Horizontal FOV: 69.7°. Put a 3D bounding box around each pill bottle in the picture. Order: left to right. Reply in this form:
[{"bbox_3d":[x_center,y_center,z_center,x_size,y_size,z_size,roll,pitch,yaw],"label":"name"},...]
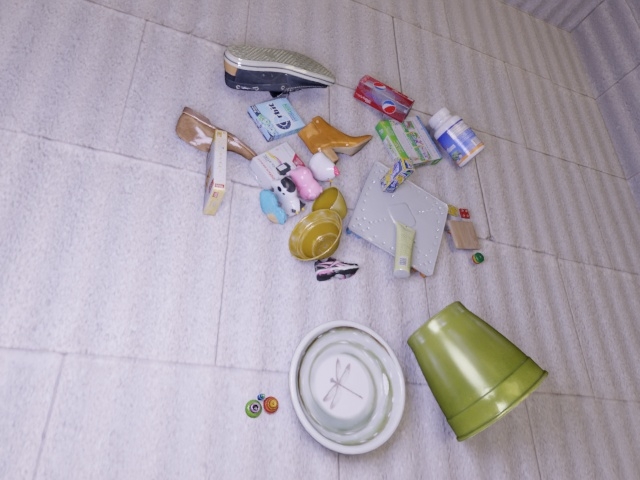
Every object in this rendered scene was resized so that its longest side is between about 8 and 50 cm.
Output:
[{"bbox_3d":[0.642,-0.497,2.193,0.152,0.152,0.272,-35,82,-35],"label":"pill bottle"}]

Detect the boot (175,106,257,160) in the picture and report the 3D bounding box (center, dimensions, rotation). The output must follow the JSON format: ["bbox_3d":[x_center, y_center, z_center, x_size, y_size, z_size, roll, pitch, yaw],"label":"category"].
[{"bbox_3d":[-0.379,-0.357,1.676,0.305,0.112,0.115,27,86,-16],"label":"boot"}]

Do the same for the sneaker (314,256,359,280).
[{"bbox_3d":[0.057,0.091,1.653,0.178,0.072,0.077,-1,54,-32],"label":"sneaker"}]

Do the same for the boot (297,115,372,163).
[{"bbox_3d":[0.064,-0.440,1.912,0.295,0.104,0.211,-34,83,-31],"label":"boot"}]

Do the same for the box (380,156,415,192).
[{"bbox_3d":[0.304,-0.259,1.831,0.054,0.169,0.059,3,63,-24],"label":"box"}]

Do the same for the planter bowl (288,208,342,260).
[{"bbox_3d":[0.000,0.000,1.630,0.090,0.217,0.217,48,44,-43],"label":"planter bowl"}]

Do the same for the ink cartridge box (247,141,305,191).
[{"bbox_3d":[-0.164,-0.276,1.732,0.175,0.072,0.127,-35,84,-36],"label":"ink cartridge box"}]

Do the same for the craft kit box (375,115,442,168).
[{"bbox_3d":[0.408,-0.449,2.115,0.246,0.061,0.250,-15,71,-34],"label":"craft kit box"}]

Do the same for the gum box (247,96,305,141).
[{"bbox_3d":[-0.177,-0.491,1.859,0.184,0.041,0.157,-27,78,-33],"label":"gum box"}]

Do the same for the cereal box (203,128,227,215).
[{"bbox_3d":[-0.356,-0.227,1.553,0.047,0.173,0.240,8,61,-22],"label":"cereal box"}]

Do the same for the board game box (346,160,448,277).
[{"bbox_3d":[0.323,-0.090,1.886,0.389,0.050,0.390,30,55,-9],"label":"board game box"}]

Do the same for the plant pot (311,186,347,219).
[{"bbox_3d":[0.046,-0.122,1.734,0.095,0.134,0.134,40,50,-33],"label":"plant pot"}]

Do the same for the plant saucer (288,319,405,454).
[{"bbox_3d":[0.075,0.456,1.448,0.399,0.100,0.401,11,61,-20],"label":"plant saucer"}]

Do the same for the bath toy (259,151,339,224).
[{"bbox_3d":[-0.059,-0.195,1.690,0.129,0.152,0.348,27,53,33],"label":"bath toy"}]

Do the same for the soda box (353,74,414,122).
[{"bbox_3d":[0.290,-0.651,2.106,0.263,0.092,0.083,32,51,8],"label":"soda box"}]

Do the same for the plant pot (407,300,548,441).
[{"bbox_3d":[0.489,0.409,1.550,0.366,0.367,0.353,-24,65,-33],"label":"plant pot"}]

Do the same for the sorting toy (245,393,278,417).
[{"bbox_3d":[-0.169,0.482,1.351,0.101,0.042,0.061,-4,66,-27],"label":"sorting toy"}]

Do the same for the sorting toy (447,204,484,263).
[{"bbox_3d":[0.610,-0.025,1.993,0.132,0.046,0.275,2,64,-25],"label":"sorting toy"}]

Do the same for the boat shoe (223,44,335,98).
[{"bbox_3d":[-0.167,-0.680,1.893,0.499,0.156,0.187,-6,49,-32],"label":"boat shoe"}]

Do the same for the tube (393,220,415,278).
[{"bbox_3d":[0.320,0.034,1.758,0.070,0.062,0.240,60,33,-44],"label":"tube"}]
